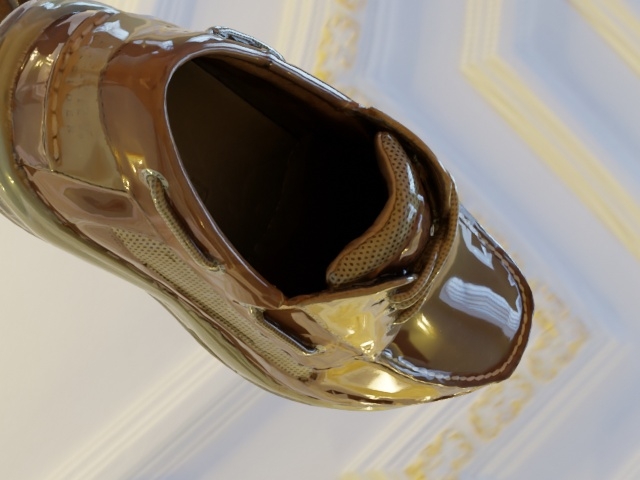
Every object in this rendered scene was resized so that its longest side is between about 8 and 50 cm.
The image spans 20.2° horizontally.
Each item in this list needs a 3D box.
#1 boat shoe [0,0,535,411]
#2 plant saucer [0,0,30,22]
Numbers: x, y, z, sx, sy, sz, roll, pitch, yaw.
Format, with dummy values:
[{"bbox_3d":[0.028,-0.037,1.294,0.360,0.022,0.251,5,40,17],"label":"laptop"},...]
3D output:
[{"bbox_3d":[0.000,0.000,0.756,0.324,0.116,0.123,25,-106,-45],"label":"boat shoe"},{"bbox_3d":[-0.209,-0.075,0.865,0.198,0.036,0.199,-4,-101,19],"label":"plant saucer"}]
